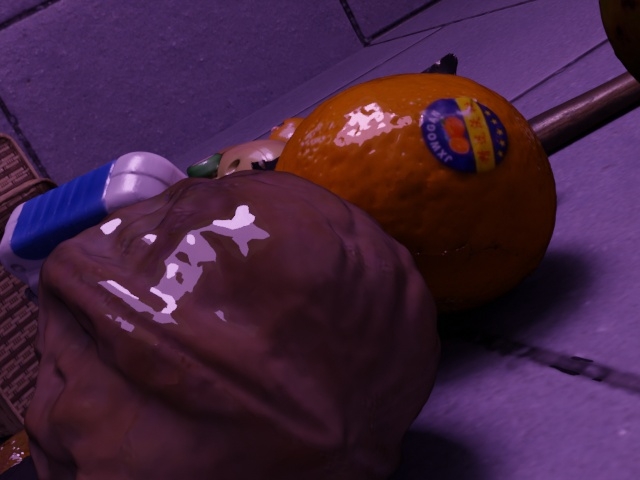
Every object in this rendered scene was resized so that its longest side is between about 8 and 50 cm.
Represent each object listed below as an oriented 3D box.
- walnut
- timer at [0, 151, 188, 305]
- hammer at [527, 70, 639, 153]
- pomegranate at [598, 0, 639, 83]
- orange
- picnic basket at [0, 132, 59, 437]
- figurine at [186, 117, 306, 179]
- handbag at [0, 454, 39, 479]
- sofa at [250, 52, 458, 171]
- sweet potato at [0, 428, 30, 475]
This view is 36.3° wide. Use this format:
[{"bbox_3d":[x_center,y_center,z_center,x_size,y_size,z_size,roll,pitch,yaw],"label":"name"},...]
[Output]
[{"bbox_3d":[-0.059,0.079,0.595,0.273,0.227,0.273,-22,19,8],"label":"walnut"},{"bbox_3d":[-0.124,0.044,0.813,0.178,0.253,0.078,-21,45,32],"label":"timer"},{"bbox_3d":[0.386,-0.196,1.065,0.440,0.044,0.168,-29,15,-1],"label":"hammer"},{"bbox_3d":[0.357,-0.217,0.869,0.231,0.231,0.286,-26,5,8],"label":"pomegranate"},{"bbox_3d":[0.070,-0.032,0.759,0.219,0.219,0.193,-25,58,14],"label":"orange"},{"bbox_3d":[-0.393,0.052,1.126,0.175,0.312,0.228,-19,17,35],"label":"picnic basket"},{"bbox_3d":[-0.080,-0.111,1.487,0.222,0.124,0.324,-29,11,-1],"label":"figurine"},{"bbox_3d":[-0.251,0.264,0.602,0.244,0.088,0.275,-33,18,-7],"label":"handbag"},{"bbox_3d":[0.066,-0.036,0.969,0.258,0.182,0.200,-30,-3,-8],"label":"sofa"},{"bbox_3d":[-0.255,0.192,0.894,0.068,0.068,0.226,-25,14,13],"label":"sweet potato"}]
